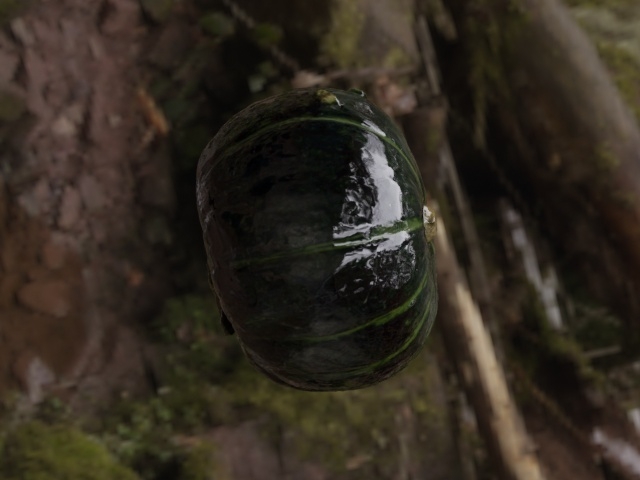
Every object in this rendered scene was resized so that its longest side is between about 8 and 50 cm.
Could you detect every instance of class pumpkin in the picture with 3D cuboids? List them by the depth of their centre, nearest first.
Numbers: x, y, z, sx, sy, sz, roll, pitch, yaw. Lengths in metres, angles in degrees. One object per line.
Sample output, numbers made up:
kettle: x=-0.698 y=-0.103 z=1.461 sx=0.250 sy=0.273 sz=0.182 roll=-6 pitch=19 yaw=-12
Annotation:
pumpkin: x=0.000 y=0.000 z=1.716 sx=0.323 sy=0.241 sz=0.323 roll=169 pitch=-90 yaw=-89
